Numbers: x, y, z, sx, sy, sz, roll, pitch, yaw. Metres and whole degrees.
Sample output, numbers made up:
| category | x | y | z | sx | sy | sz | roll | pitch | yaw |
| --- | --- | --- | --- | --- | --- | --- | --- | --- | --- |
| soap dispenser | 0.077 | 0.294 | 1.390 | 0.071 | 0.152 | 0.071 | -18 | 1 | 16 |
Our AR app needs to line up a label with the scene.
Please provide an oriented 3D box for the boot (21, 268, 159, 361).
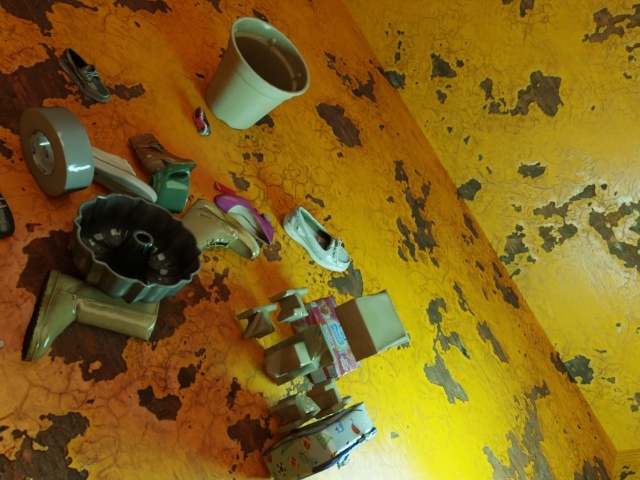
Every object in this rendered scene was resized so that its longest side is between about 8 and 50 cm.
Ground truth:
| category | x | y | z | sx | sy | sz | roll | pitch | yaw |
| --- | --- | --- | --- | --- | --- | --- | --- | --- | --- |
| boot | -0.541 | 0.198 | 1.116 | 0.270 | 0.089 | 0.236 | 24 | 50 | -33 |

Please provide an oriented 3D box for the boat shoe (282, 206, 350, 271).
| category | x | y | z | sx | sy | sz | roll | pitch | yaw |
| --- | --- | --- | --- | --- | --- | --- | --- | --- | --- |
| boat shoe | 0.000 | -0.002 | 1.754 | 0.320 | 0.103 | 0.118 | 43 | 42 | -15 |

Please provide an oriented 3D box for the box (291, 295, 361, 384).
| category | x | y | z | sx | sy | sz | roll | pitch | yaw |
| --- | --- | --- | --- | --- | --- | --- | --- | --- | --- |
| box | 0.011 | 0.329 | 1.530 | 0.123 | 0.128 | 0.256 | -8 | 70 | -46 |

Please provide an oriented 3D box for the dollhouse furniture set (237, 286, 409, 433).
| category | x | y | z | sx | sy | sz | roll | pitch | yaw |
| --- | --- | --- | --- | --- | --- | --- | --- | --- | --- |
| dollhouse furniture set | 0.021 | 0.306 | 1.372 | 0.257 | 0.394 | 0.361 | 4 | 60 | -61 |

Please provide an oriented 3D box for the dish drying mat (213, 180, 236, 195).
| category | x | y | z | sx | sy | sz | roll | pitch | yaw |
| --- | --- | --- | --- | --- | --- | --- | --- | --- | --- |
| dish drying mat | -0.335 | -0.178 | 1.618 | 0.083 | 0.008 | 0.032 | 27 | 47 | -29 |

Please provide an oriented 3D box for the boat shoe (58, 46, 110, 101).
| category | x | y | z | sx | sy | sz | roll | pitch | yaw |
| --- | --- | --- | --- | --- | --- | --- | --- | --- | --- |
| boat shoe | -0.721 | -0.508 | 1.415 | 0.183 | 0.066 | 0.066 | 44 | 42 | -14 |

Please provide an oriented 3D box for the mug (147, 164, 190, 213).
| category | x | y | z | sx | sy | sz | roll | pitch | yaw |
| --- | --- | --- | --- | --- | --- | --- | --- | --- | --- |
| mug | -0.458 | -0.163 | 1.380 | 0.098 | 0.157 | 0.129 | 9 | 15 | -33 |

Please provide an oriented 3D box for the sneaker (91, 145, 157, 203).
| category | x | y | z | sx | sy | sz | roll | pitch | yaw |
| --- | --- | --- | --- | --- | --- | --- | --- | --- | --- |
| sneaker | -0.571 | -0.192 | 1.307 | 0.258 | 0.094 | 0.091 | 32 | 45 | -7 |

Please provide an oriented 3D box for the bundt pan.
| category | x | y | z | sx | sy | sz | roll | pitch | yaw |
| --- | --- | --- | --- | --- | --- | --- | --- | --- | --- |
| bundt pan | -0.485 | 0.032 | 1.197 | 0.331 | 0.124 | 0.330 | 31 | 29 | -19 |

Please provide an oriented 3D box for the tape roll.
| category | x | y | z | sx | sy | sz | roll | pitch | yaw |
| --- | --- | --- | --- | --- | --- | --- | --- | --- | --- |
| tape roll | -0.669 | -0.226 | 1.166 | 0.072 | 0.219 | 0.219 | -28 | 86 | -50 |

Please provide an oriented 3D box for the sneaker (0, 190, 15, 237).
| category | x | y | z | sx | sy | sz | roll | pitch | yaw |
| --- | --- | --- | --- | --- | --- | --- | --- | --- | --- |
| sneaker | -0.776 | -0.123 | 1.060 | 0.086 | 0.132 | 0.228 | -31 | 88 | -49 |

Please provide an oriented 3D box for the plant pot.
| category | x | y | z | sx | sy | sz | roll | pitch | yaw |
| --- | --- | --- | --- | --- | --- | --- | --- | --- | --- |
| plant pot | -0.263 | -0.592 | 1.730 | 0.334 | 0.305 | 0.333 | 23 | 50 | -31 |

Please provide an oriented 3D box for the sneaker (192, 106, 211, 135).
| category | x | y | z | sx | sy | sz | roll | pitch | yaw |
| --- | --- | --- | --- | --- | --- | --- | --- | --- | --- |
| sneaker | -0.426 | -0.430 | 1.676 | 0.057 | 0.047 | 0.119 | 18 | 53 | -60 |

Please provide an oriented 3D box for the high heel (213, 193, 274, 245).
| category | x | y | z | sx | sy | sz | roll | pitch | yaw |
| --- | --- | --- | --- | --- | --- | --- | --- | --- | --- |
| high heel | -0.259 | -0.069 | 1.568 | 0.244 | 0.082 | 0.117 | 33 | 34 | -42 |

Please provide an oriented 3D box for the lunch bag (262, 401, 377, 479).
| category | x | y | z | sx | sy | sz | roll | pitch | yaw |
| --- | --- | --- | --- | --- | --- | --- | --- | --- | --- |
| lunch bag | 0.004 | 0.547 | 1.250 | 0.243 | 0.303 | 0.114 | -9 | 68 | -47 |

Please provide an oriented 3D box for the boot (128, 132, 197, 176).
| category | x | y | z | sx | sy | sz | roll | pitch | yaw |
| --- | --- | --- | --- | --- | --- | --- | --- | --- | --- |
| boot | -0.502 | -0.279 | 1.479 | 0.152 | 0.073 | 0.197 | 52 | 28 | 12 |

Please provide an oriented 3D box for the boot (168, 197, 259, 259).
| category | x | y | z | sx | sy | sz | roll | pitch | yaw |
| --- | --- | --- | --- | --- | --- | --- | --- | --- | --- |
| boot | -0.334 | 0.008 | 1.426 | 0.262 | 0.095 | 0.203 | 42 | 41 | -7 |

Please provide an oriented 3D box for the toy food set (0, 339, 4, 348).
| category | x | y | z | sx | sy | sz | roll | pitch | yaw |
| --- | --- | --- | --- | --- | --- | --- | --- | --- | --- |
| toy food set | -0.762 | 0.178 | 0.950 | 0.192 | 0.039 | 0.132 | 50 | 41 | -7 |
